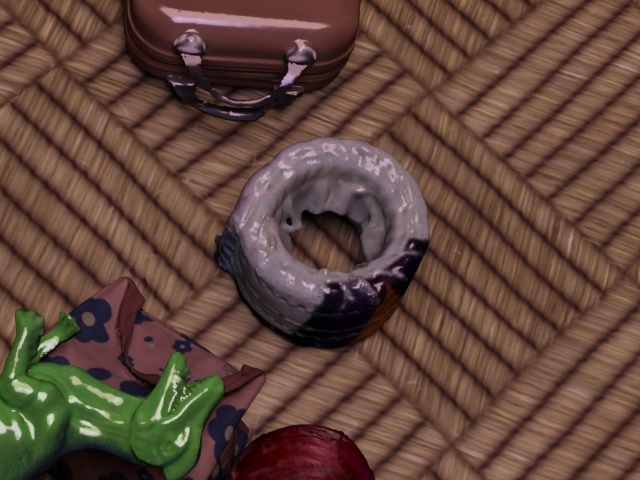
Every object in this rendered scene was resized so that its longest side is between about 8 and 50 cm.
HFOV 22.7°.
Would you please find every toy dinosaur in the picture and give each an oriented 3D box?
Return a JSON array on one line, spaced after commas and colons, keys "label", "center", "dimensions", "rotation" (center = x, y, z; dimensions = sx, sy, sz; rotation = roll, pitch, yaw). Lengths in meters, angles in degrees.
[{"label": "toy dinosaur", "center": [-0.360, 0.272, 1.526], "dimensions": [0.374, 0.144, 0.500], "rotation": [28, 82, -1]}]

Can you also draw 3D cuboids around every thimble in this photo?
[{"label": "thimble", "center": [0.000, 0.000, 1.842], "dimensions": [0.237, 0.150, 0.237], "rotation": [4, 64, -9]}]

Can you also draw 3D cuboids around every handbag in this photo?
[{"label": "handbag", "center": [-0.097, -0.274, 1.959], "dimensions": [0.301, 0.149, 0.283], "rotation": [5, 65, -12]}, {"label": "handbag", "center": [-0.195, 0.177, 1.700], "dimensions": [0.251, 0.190, 0.193], "rotation": [35, 52, 11]}]

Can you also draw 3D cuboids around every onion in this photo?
[{"label": "onion", "center": [-0.031, 0.307, 1.631], "dimensions": [0.190, 0.246, 0.246], "rotation": [11, 62, 6]}]
